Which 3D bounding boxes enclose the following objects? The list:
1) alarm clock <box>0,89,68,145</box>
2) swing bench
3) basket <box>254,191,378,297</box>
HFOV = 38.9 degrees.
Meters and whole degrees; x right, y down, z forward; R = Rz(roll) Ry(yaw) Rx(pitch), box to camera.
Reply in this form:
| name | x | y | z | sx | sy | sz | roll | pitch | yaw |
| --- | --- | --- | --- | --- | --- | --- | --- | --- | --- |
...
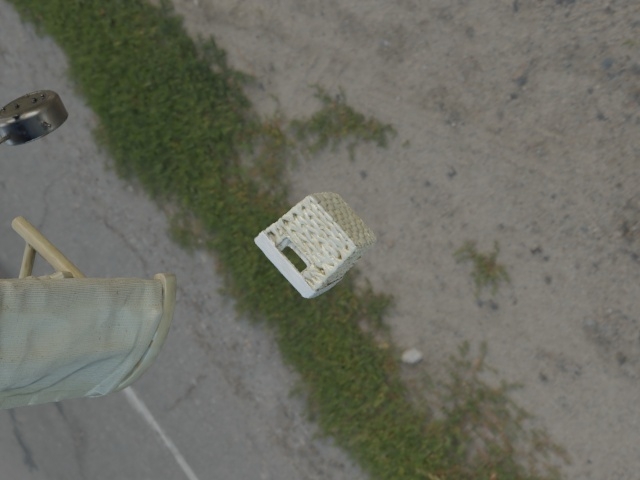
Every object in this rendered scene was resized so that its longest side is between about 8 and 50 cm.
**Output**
| name | x | y | z | sx | sy | sz | roll | pitch | yaw |
| --- | --- | --- | --- | --- | --- | --- | --- | --- | --- |
| alarm clock | -0.542 | -0.241 | 1.702 | 0.192 | 0.129 | 0.064 | -99 | -10 | -63 |
| swing bench | -0.322 | 0.079 | 0.872 | 0.255 | 0.253 | 0.165 | 18 | 97 | 32 |
| basket | 0.000 | 0.000 | 1.271 | 0.103 | 0.167 | 0.113 | -44 | 83 | 13 |
